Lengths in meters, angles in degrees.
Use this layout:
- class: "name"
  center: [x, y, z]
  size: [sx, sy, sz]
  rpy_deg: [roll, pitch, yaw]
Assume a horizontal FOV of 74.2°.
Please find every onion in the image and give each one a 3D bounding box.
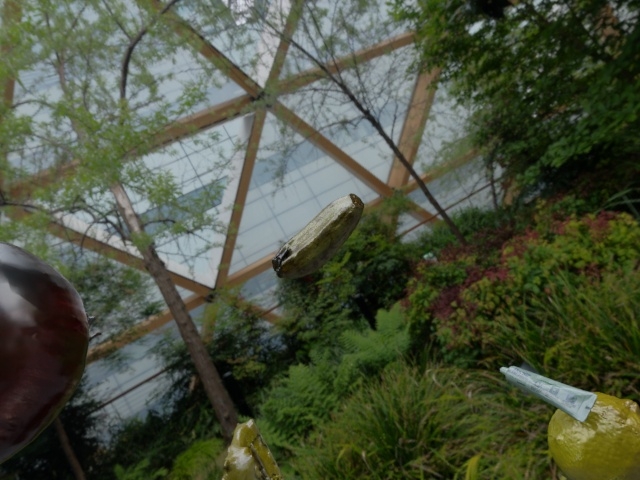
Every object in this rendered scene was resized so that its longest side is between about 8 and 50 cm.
- class: "onion"
  center: [-0.405, 0.136, 0.507]
  size: [0.273, 0.273, 0.285]
  rpy_deg: [-29, -17, -6]

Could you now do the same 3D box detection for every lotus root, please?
- class: "lotus root"
  center: [0.000, 0.000, 0.964]
  size: [0.258, 0.110, 0.097]
  rpy_deg: [-41, -52, 11]

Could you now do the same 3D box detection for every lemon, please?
- class: "lemon"
  center: [0.595, 0.432, 0.903]
  size: [0.231, 0.192, 0.192]
  rpy_deg: [-59, -17, 17]

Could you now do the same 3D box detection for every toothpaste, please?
- class: "toothpaste"
  center: [0.485, 0.322, 0.926]
  size: [0.064, 0.041, 0.218]
  rpy_deg: [-52, 22, -12]

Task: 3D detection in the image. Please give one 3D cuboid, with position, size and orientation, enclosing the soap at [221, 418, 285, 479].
- class: "soap"
  center: [-0.171, 0.528, 0.689]
  size: [0.304, 0.339, 0.169]
  rpy_deg: [-29, -14, -11]
